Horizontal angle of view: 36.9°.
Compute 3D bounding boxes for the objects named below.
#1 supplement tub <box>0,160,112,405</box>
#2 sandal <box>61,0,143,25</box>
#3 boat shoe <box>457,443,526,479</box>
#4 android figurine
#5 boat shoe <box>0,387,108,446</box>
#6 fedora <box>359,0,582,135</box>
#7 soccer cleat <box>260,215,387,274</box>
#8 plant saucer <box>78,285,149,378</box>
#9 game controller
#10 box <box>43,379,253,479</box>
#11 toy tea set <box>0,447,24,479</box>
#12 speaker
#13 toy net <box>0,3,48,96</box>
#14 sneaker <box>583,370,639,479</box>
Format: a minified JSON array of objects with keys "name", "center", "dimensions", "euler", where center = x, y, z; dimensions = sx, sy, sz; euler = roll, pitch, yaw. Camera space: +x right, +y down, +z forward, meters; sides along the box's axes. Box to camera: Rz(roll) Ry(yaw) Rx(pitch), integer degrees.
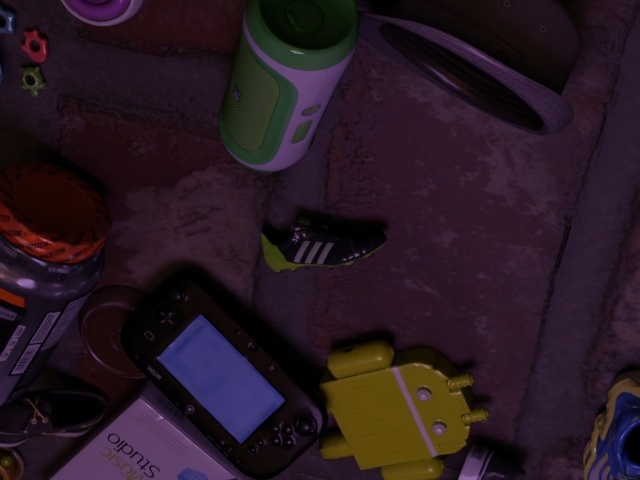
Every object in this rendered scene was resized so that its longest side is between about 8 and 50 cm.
[{"name":"supplement tub","center":[-0.440,0.063,1.354],"dimensions":[0.207,0.207,0.338],"euler":[34,120,-5]},{"name":"sandal","center":[-0.299,-0.449,1.103],"dimensions":[0.169,0.102,0.416],"euler":[-9,115,18]},{"name":"boat shoe","center":[0.232,0.450,1.447],"dimensions":[0.105,0.113,0.306],"euler":[23,112,18]},{"name":"android figurine","center":[0.108,0.251,1.406],"dimensions":[0.273,0.056,0.248],"euler":[-14,113,23]},{"name":"boat shoe","center":[-0.431,0.263,1.469],"dimensions":[0.069,0.228,0.081],"euler":[-35,66,30]},{"name":"fedora","center":[0.177,-0.231,1.060],"dimensions":[0.275,0.244,0.124],"euler":[30,91,0]},{"name":"soccer cleat","center":[0.000,0.000,1.295],"dimensions":[0.179,0.060,0.072],"euler":[-9,114,22]},{"name":"plant saucer","center":[-0.298,0.148,1.467],"dimensions":[0.168,0.029,0.168],"euler":[6,118,11]},{"name":"game controller","center":[-0.141,0.198,1.390],"dimensions":[0.166,0.067,0.319],"euler":[-45,89,6]},{"name":"box","center":[-0.291,0.395,1.581],"dimensions":[0.232,0.058,0.322],"euler":[42,121,-10]},{"name":"toy tea set","center":[-0.618,0.502,1.681],"dimensions":[0.336,0.124,0.200],"euler":[-33,106,27]},{"name":"speaker","center":[-0.043,-0.184,1.089],"dimensions":[0.131,0.131,0.296],"euler":[28,157,-1]},{"name":"toy net","center":[-0.420,-0.298,1.248],"dimensions":[0.122,0.045,0.232],"euler":[12,120,8]},{"name":"sneaker","center":[0.412,0.301,1.313],"dimensions":[0.091,0.126,0.240],"euler":[6,118,11]}]
